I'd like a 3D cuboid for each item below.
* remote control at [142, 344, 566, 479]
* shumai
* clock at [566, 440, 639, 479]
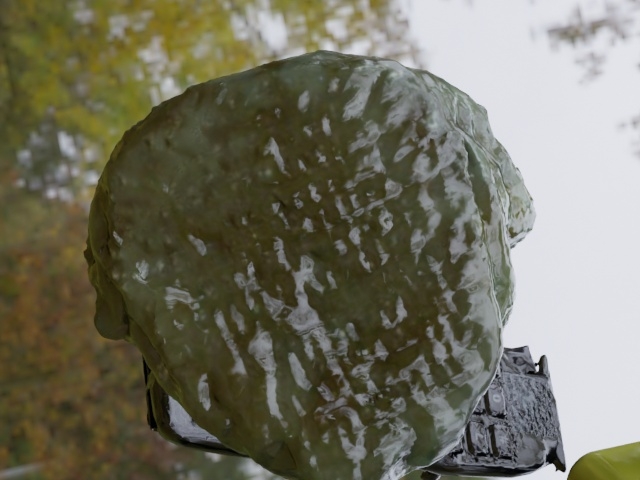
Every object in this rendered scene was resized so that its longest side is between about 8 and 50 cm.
[{"bbox_3d":[0.028,0.116,1.394,0.062,0.398,0.145,-35,-126,45],"label":"remote control"},{"bbox_3d":[-0.006,-0.003,0.728,0.142,0.184,0.184,-137,-144,-79],"label":"shumai"},{"bbox_3d":[0.275,0.273,1.472,0.096,0.143,0.202,39,-48,54],"label":"clock"}]
